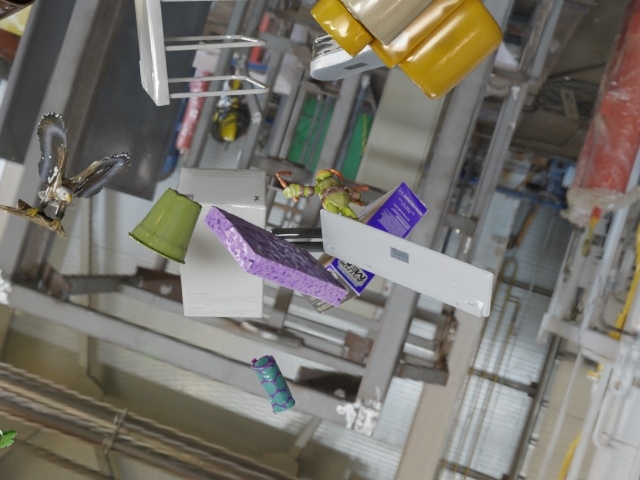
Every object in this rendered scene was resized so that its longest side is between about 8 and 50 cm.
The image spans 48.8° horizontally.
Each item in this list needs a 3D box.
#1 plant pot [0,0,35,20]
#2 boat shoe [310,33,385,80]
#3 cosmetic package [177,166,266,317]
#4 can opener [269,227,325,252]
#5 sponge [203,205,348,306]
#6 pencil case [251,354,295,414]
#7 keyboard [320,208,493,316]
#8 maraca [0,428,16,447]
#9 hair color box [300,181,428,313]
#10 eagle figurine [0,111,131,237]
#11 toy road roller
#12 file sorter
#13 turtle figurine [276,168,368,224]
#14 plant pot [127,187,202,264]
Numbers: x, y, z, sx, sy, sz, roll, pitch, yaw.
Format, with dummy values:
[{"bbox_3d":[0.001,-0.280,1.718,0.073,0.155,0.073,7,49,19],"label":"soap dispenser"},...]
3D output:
[{"bbox_3d":[-0.667,-0.449,1.249,0.230,0.216,0.215,-28,162,19],"label":"plant pot"},{"bbox_3d":[0.100,-0.404,1.415,0.113,0.105,0.306,4,174,-40],"label":"boat shoe"},{"bbox_3d":[-0.243,0.013,1.772,0.217,0.385,0.156,3,-140,-6],"label":"cosmetic package"},{"bbox_3d":[0.000,0.000,1.963,0.283,0.076,0.095,0,178,-1],"label":"can opener"},{"bbox_3d":[-0.057,0.024,0.956,0.117,0.031,0.210,44,-169,37],"label":"sponge"},{"bbox_3d":[-0.122,0.369,1.812,0.070,0.152,0.064,1,-149,48],"label":"pencil case"},{"bbox_3d":[0.104,0.026,0.918,0.256,0.072,0.014,22,-141,31],"label":"keyboard"},{"bbox_3d":[-0.686,0.405,1.394,0.099,0.127,0.186,56,-177,23],"label":"maraca"},{"bbox_3d":[0.103,0.016,1.742,0.110,0.339,0.185,46,144,-7],"label":"hair color box"},{"bbox_3d":[-0.667,-0.164,1.866,0.225,0.298,0.226,32,-175,23],"label":"eagle figurine"},{"bbox_3d":[0.137,-0.312,0.957,0.240,0.202,0.329,45,-163,-12],"label":"toy road roller"},{"bbox_3d":[-0.180,-0.357,1.031,0.173,0.278,0.193,-8,-159,-18],"label":"file sorter"},{"bbox_3d":[0.043,-0.083,1.562,0.269,0.087,0.217,7,-130,-41],"label":"turtle figurine"},{"bbox_3d":[-0.194,-0.023,0.915,0.083,0.079,0.083,29,180,0],"label":"plant pot"}]
